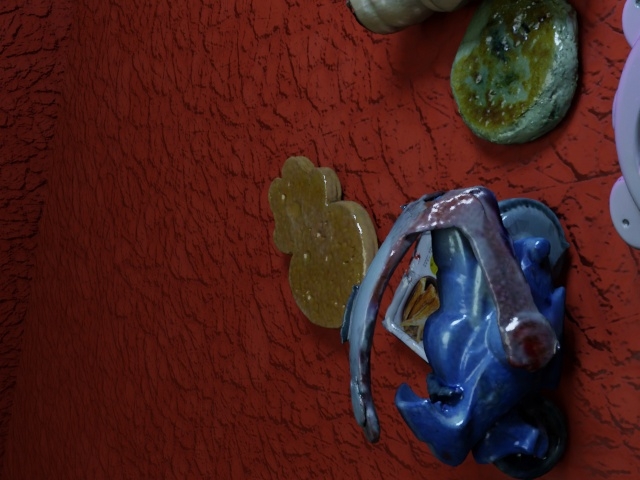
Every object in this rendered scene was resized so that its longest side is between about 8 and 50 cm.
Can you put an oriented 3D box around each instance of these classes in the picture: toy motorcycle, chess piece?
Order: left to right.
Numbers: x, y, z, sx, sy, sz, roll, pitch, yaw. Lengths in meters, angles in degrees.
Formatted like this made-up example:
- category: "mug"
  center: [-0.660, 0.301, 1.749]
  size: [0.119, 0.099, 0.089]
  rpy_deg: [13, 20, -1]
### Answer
- category: "toy motorcycle"
  center: [0.151, 0.103, 0.885]
  size: [0.240, 0.182, 0.319]
  rpy_deg: [0, 90, 15]
- category: "chess piece"
  center: [0.166, -0.325, 0.922]
  size: [0.300, 0.137, 0.137]
  rpy_deg: [5, 95, 54]

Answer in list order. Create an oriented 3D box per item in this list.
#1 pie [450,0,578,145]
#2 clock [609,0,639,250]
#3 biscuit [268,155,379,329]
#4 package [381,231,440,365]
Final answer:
- category: "pie"
  center: [0.220, -0.203, 0.926]
  size: [0.186, 0.041, 0.187]
  rpy_deg: [0, 90, 54]
- category: "clock"
  center: [0.348, -0.095, 0.668]
  size: [0.227, 0.090, 0.248]
  rpy_deg: [17, 122, 52]
- category: "biscuit"
  center: [0.001, 0.000, 1.224]
  size: [0.202, 0.044, 0.289]
  rpy_deg: [-58, 46, 35]
- category: "package"
  center: [0.164, 0.085, 1.013]
  size: [0.173, 0.027, 0.171]
  rpy_deg: [40, 119, 38]
